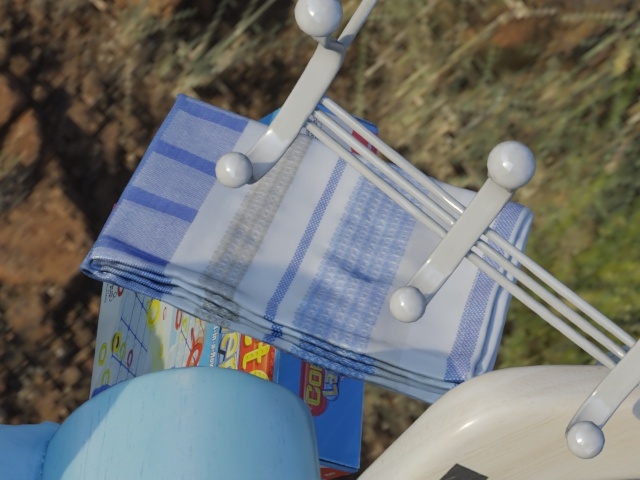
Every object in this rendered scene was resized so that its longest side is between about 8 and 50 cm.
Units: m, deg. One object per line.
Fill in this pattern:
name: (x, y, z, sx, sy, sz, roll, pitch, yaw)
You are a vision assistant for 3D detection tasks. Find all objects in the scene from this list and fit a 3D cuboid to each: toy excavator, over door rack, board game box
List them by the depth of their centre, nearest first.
over door rack: (0.121, -0.078, 0.798, 0.239, 0.324, 0.108, 38, 26, 4)
toy excavator: (0.004, 0.173, 0.995, 0.433, 0.445, 0.222, 25, 31, -20)
board game box: (-0.083, 0.072, 1.522, 0.086, 0.302, 0.308, 20, 61, -32)

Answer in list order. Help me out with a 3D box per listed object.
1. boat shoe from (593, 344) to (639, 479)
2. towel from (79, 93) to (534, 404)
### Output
boat shoe: (0.223, 0.186, 1.271, 0.079, 0.095, 0.254, 48, 31, -26)
towel: (0.000, 0.000, 1.225, 0.285, 0.034, 0.209, 19, 44, 5)
